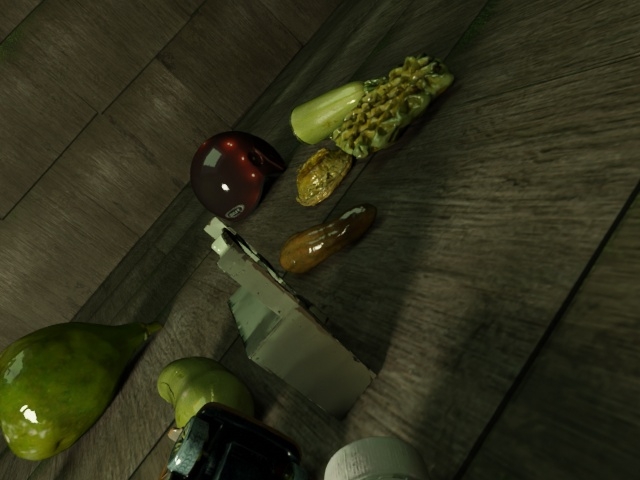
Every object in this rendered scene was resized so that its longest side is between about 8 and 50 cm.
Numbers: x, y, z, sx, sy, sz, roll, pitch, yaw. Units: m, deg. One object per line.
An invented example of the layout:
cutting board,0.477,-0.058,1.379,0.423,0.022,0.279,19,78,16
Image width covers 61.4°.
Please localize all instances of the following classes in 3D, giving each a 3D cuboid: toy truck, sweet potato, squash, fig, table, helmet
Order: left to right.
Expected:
fig,-0.483,0.268,1.054,0.233,0.233,0.314,-37,-5,29
toy truck,-0.110,0.259,0.384,0.140,0.108,0.257,-47,18,48
squash,-0.138,0.180,0.623,0.083,0.083,0.250,-54,18,-16
helmet,-0.199,-0.151,1.239,0.189,0.193,0.216,-31,55,37
table,-0.046,0.064,0.497,0.062,0.175,0.146,-49,20,-2
sweet potato,0.000,0.001,0.703,0.182,0.054,0.053,-30,36,37
squash,0.044,-0.276,1.097,0.224,0.094,0.094,-20,33,41

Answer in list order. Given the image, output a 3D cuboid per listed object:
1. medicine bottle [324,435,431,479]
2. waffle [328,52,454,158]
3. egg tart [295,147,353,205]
medicine bottle,0.040,0.185,0.256,0.119,0.069,0.183,-45,19,16
waffle,0.112,-0.212,0.860,0.204,0.054,0.223,-46,22,6
egg tart,-0.001,-0.114,0.919,0.130,0.052,0.130,-39,25,22
